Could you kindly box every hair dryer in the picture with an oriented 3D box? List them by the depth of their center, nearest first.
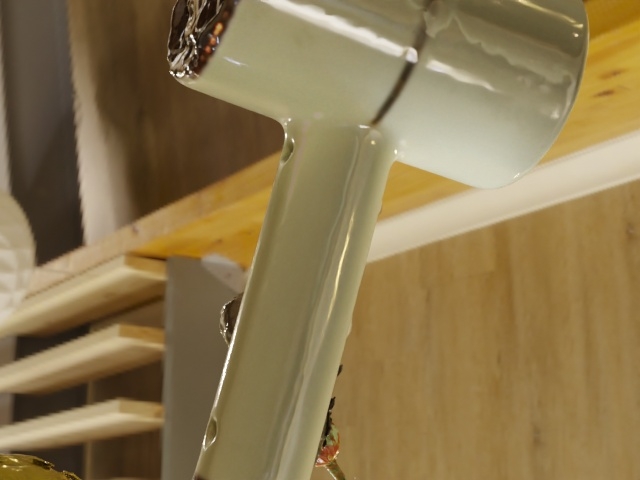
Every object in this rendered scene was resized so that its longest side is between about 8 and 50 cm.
[{"bbox_3d":[0.000,0.000,0.595,0.128,0.203,0.362,2,-104,67],"label":"hair dryer"}]

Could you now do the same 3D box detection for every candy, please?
[{"bbox_3d":[0.031,0.277,1.236,0.185,0.055,0.049,56,-22,9],"label":"candy"}]

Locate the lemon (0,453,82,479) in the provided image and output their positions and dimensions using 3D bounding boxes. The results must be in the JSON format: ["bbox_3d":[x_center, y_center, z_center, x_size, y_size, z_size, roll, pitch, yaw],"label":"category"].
[{"bbox_3d":[-0.250,0.303,0.657,0.350,0.387,0.350,160,-90,-86],"label":"lemon"}]

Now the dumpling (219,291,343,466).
[{"bbox_3d":[-0.053,0.125,1.192,0.166,0.086,0.332,-58,-153,19],"label":"dumpling"}]
